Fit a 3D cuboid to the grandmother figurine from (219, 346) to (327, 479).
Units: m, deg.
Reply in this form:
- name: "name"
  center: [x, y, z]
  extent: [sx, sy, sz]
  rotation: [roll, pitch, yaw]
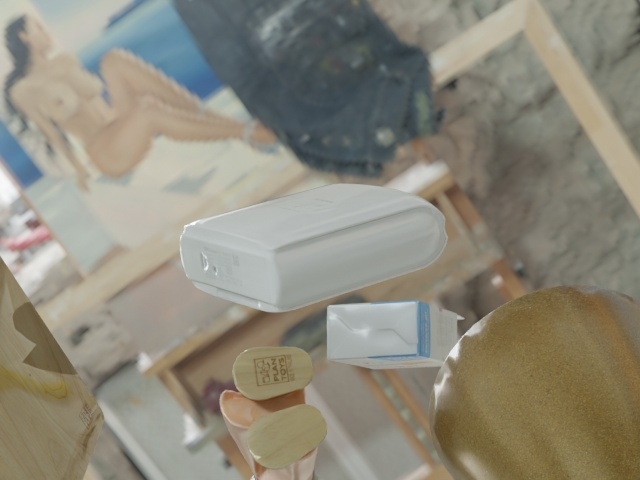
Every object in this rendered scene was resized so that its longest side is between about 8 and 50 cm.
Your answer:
- name: "grandmother figurine"
  center: [-0.043, 0.222, 1.512]
  extent: [0.104, 0.342, 0.208]
  rotation: [-3, 60, -2]

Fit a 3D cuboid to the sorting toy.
- name: "sorting toy"
  center: [-0.343, 0.188, 1.492]
  extent: [0.089, 0.257, 0.255]
  rotation: [-11, 37, 21]

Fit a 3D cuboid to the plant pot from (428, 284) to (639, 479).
- name: "plant pot"
  center: [0.240, 0.201, 1.260]
  extent: [0.237, 0.237, 0.254]
  rotation: [-34, 30, 5]

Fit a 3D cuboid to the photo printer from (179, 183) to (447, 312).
- name: "photo printer"
  center: [0.000, 0.000, 2.040]
  extent: [0.307, 0.107, 0.256]
  rotation: [-16, 16, -31]

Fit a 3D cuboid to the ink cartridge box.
- name: "ink cartridge box"
  center: [0.087, 0.106, 1.634]
  extent: [0.104, 0.061, 0.181]
  rotation: [-4, -9, 21]
